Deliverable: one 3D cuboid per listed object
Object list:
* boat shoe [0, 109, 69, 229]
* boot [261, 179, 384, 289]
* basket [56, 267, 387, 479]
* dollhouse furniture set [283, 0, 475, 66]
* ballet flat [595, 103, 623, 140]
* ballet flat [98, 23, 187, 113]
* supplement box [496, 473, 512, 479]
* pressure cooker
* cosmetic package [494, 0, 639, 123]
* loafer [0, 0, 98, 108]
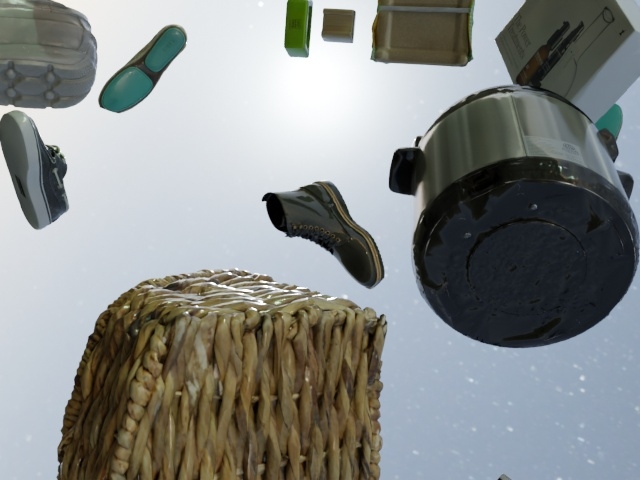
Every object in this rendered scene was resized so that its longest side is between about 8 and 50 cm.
[{"bbox_3d":[-0.411,-0.110,1.237,0.070,0.078,0.219,-34,153,-30],"label":"boat shoe"},{"bbox_3d":[0.000,0.000,1.313,0.198,0.137,0.077,54,-51,20],"label":"boot"},{"bbox_3d":[-0.098,0.179,0.637,0.223,0.213,0.299,11,-79,58],"label":"basket"},{"bbox_3d":[0.105,-0.384,1.390,0.151,0.302,0.197,-29,124,-80],"label":"dollhouse furniture set"},{"bbox_3d":[0.638,-0.209,1.960,0.079,0.077,0.221,51,57,-73],"label":"ballet flat"},{"bbox_3d":[-0.258,-0.250,1.247,0.168,0.057,0.052,-44,-157,-2],"label":"ballet flat"},{"bbox_3d":[0.306,0.578,1.638,0.239,0.130,0.073,-43,-124,-15],"label":"supplement box"},{"bbox_3d":[0.343,-0.067,1.487,0.375,0.370,0.420,-35,-155,25],"label":"pressure cooker"},{"bbox_3d":[0.522,-0.410,1.766,0.284,0.097,0.377,-50,-149,34],"label":"cosmetic package"},{"bbox_3d":[-0.382,-0.202,0.826,0.112,0.319,0.111,-52,-139,49],"label":"loafer"}]
